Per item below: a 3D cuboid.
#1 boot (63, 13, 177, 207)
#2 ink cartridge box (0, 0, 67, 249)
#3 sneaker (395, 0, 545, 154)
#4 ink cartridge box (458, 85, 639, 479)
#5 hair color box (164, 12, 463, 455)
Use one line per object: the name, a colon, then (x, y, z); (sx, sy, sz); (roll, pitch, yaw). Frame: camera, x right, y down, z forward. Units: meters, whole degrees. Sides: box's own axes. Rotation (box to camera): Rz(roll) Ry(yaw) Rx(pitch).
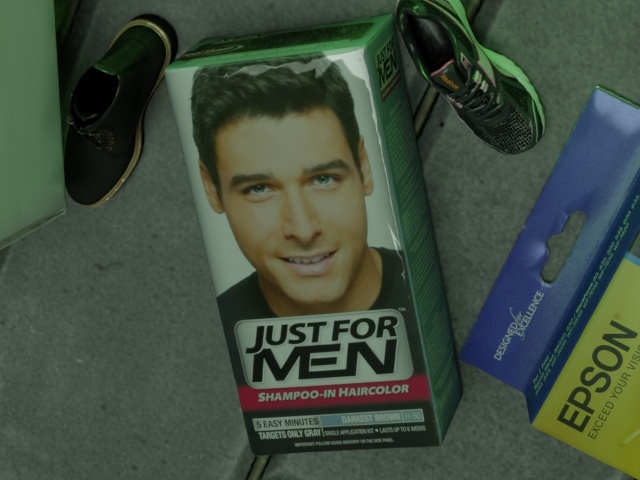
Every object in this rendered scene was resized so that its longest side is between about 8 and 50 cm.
boot: (-0.206, -0.100, 1.602); (0.077, 0.137, 0.198); (24, 117, 5)
ink cartridge box: (-0.432, -0.158, 1.583); (0.395, 0.166, 0.285); (11, 115, 27)
sneaker: (0.118, -0.140, 1.526); (0.072, 0.077, 0.178); (-39, 98, 27)
ink cartridge box: (0.311, 0.066, 1.562); (0.307, 0.072, 0.303); (25, 116, 3)
hair color box: (0.000, 0.000, 1.597); (0.185, 0.113, 0.374); (-5, 109, 18)
